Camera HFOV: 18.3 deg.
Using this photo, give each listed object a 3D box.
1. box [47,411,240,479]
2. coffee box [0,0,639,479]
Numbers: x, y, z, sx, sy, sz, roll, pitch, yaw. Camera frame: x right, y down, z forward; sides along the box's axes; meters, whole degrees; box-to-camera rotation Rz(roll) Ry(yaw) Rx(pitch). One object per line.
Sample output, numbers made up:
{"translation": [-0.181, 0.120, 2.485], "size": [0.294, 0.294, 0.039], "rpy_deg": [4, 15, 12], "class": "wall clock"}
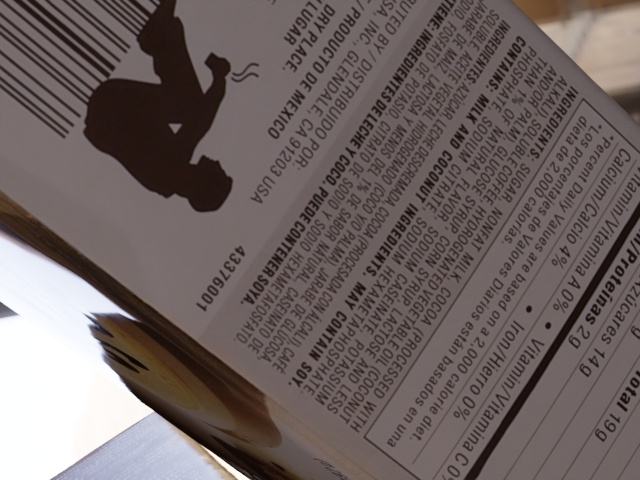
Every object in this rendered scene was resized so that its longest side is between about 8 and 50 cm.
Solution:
{"translation": [-0.093, 0.207, 0.963], "size": [0.143, 0.191, 0.381], "rpy_deg": [58, 172, -7], "class": "box"}
{"translation": [0.000, 0.000, 0.539], "size": [0.297, 0.119, 0.168], "rpy_deg": [40, 167, -27], "class": "coffee box"}
